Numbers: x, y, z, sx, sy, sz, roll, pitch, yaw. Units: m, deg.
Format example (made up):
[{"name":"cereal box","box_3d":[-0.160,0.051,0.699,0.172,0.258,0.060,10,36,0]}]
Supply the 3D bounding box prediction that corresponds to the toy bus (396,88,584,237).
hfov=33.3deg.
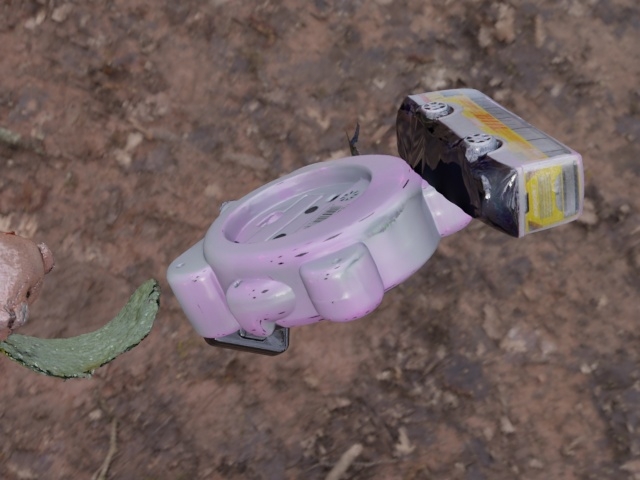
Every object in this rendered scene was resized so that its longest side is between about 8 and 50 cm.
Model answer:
[{"name":"toy bus","box_3d":[0.111,-0.058,0.729,0.072,0.057,0.172,-12,26,-13]}]

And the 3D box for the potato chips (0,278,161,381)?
[{"name":"potato chips","box_3d":[-0.250,0.097,1.112,0.228,0.167,0.059,-23,104,-47]}]

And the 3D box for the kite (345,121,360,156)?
[{"name":"kite","box_3d":[0.066,-0.046,1.233,0.010,0.160,0.183,-27,85,-10]}]

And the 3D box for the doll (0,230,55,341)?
[{"name":"doll","box_3d":[-0.526,0.128,1.630,0.201,0.303,0.156,14,18,-49]}]

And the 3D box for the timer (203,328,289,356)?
[{"name":"timer","box_3d":[-0.112,0.083,1.709,0.144,0.055,0.187,13,67,-28]}]

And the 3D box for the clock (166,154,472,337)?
[{"name":"clock","box_3d":[0.000,0.000,0.975,0.227,0.248,0.090,-40,114,-33]}]
